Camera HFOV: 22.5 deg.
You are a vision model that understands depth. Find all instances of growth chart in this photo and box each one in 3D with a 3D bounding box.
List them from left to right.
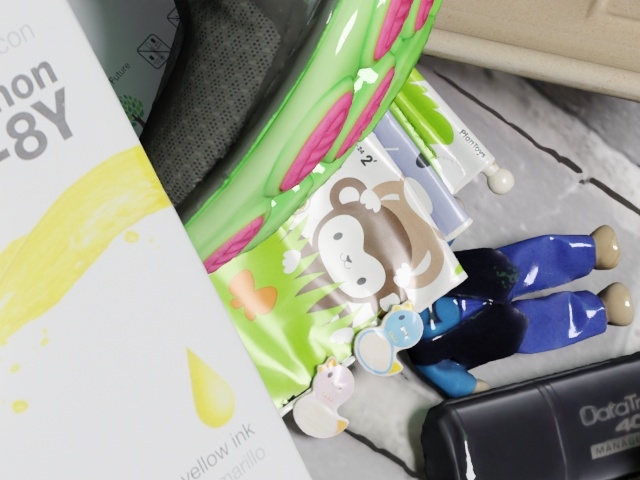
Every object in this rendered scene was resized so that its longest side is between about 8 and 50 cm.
[{"bbox_3d":[0.000,0.000,0.924,0.172,0.021,0.237,43,81,-4],"label":"growth chart"}]

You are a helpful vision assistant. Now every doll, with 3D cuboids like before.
[{"bbox_3d":[0.098,0.035,0.988,0.189,0.046,0.129,-12,88,-24],"label":"doll"}]

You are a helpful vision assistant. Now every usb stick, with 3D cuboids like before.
[{"bbox_3d":[0.184,0.112,1.005,0.278,0.045,0.077,-11,86,-30],"label":"usb stick"}]

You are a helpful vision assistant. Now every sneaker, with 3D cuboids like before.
[{"bbox_3d":[-0.023,-0.213,0.812,0.202,0.185,0.482,19,104,13],"label":"sneaker"}]

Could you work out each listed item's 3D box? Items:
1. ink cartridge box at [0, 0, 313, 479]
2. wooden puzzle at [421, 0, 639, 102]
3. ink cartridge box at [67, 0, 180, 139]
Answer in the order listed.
[{"bbox_3d":[-0.194,0.069,0.706,0.279,0.160,0.384,-34,105,-31],"label":"ink cartridge box"},{"bbox_3d":[0.184,-0.214,1.036,0.322,0.080,0.347,15,58,15],"label":"wooden puzzle"},{"bbox_3d":[-0.209,-0.154,0.884,0.333,0.065,0.165,44,60,-10],"label":"ink cartridge box"}]
